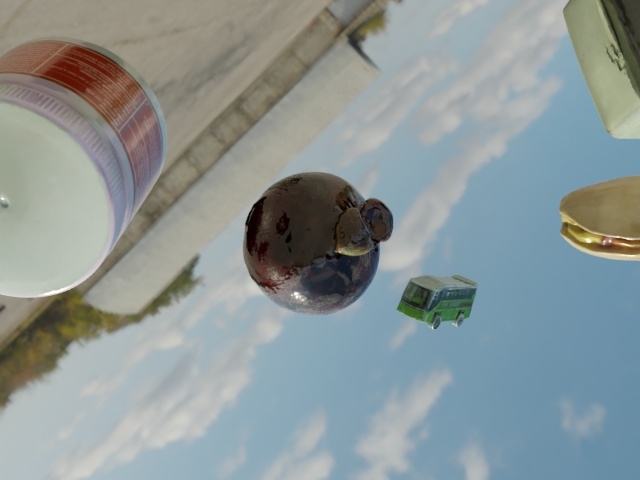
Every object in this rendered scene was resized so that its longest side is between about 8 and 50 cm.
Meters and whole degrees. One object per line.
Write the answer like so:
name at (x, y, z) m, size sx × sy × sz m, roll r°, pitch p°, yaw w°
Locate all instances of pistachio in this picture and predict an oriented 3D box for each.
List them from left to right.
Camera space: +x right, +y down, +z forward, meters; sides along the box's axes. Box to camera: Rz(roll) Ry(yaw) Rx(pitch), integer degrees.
pistachio at (0.462, -0.034, 1.436) m, size 0.200 × 0.117 × 0.145 m, roll -1°, pitch -139°, yaw 32°

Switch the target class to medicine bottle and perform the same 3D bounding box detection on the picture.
medicine bottle at (-0.332, -0.096, 1.151) m, size 0.252 × 0.252 × 0.241 m, roll -40°, pitch -165°, yaw 23°

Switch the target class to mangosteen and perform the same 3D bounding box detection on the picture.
mangosteen at (0.000, 0.000, 0.962) m, size 0.152 × 0.152 × 0.152 m, roll -43°, pitch -171°, yaw 9°

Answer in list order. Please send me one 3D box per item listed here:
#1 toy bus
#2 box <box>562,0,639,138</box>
toy bus at (0.094, 0.047, 0.760) m, size 0.083 × 0.031 × 0.037 m, roll 3°, pitch 108°, yaw -57°
box at (0.426, -0.228, 1.044) m, size 0.291 × 0.220 × 0.166 m, roll -6°, pitch 157°, yaw -22°
